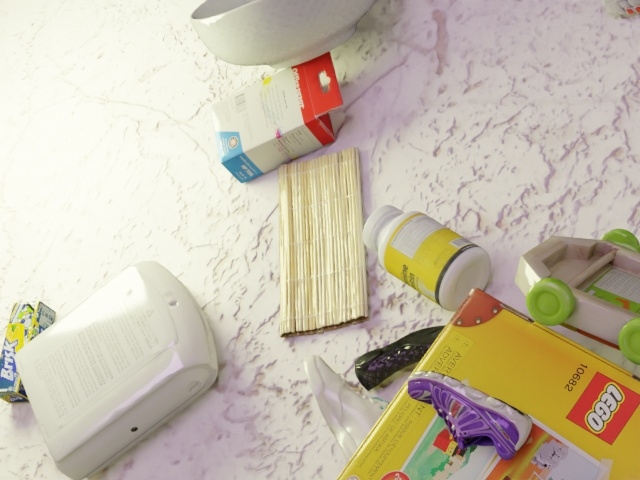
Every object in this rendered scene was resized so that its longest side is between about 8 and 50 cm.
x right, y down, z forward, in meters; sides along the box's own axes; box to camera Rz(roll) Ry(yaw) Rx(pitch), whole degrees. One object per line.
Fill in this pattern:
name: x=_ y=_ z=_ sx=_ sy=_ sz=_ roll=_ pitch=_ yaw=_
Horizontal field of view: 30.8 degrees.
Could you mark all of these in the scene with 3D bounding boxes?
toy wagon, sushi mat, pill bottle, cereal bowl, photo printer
toy wagon: x=0.417 y=0.083 z=1.432 sx=0.344 sy=0.267 sz=0.068 roll=24 pitch=117 yaw=26
sushi mat: x=0.000 y=0.000 z=1.840 sx=0.151 sy=0.019 sz=0.317 roll=-14 pitch=58 yaw=20
pill bottle: x=0.150 y=0.020 z=1.694 sx=0.184 sy=0.103 sz=0.103 roll=34 pitch=82 yaw=38
cereal bowl: x=-0.041 y=-0.386 z=1.957 sx=0.339 sy=0.141 sz=0.339 roll=-21 pitch=21 yaw=9
photo printer: x=-0.317 y=0.193 z=1.847 sx=0.307 sy=0.107 sz=0.256 roll=-38 pitch=53 yaw=4

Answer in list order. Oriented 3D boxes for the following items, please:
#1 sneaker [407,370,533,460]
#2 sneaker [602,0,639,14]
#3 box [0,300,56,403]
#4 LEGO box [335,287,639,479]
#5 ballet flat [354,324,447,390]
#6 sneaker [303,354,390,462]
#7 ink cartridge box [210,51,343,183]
sneaker: x=0.162 y=0.203 z=1.355 sx=0.170 sy=0.068 sz=0.071 roll=22 pitch=80 yaw=42
sneaker: x=0.505 y=-0.398 z=1.777 sx=0.158 sy=0.061 sz=0.065 roll=-23 pitch=28 yaw=14
box: x=-0.505 y=0.190 z=1.985 sx=0.059 sy=0.054 sz=0.169 roll=-6 pitch=61 yaw=25
LEGO box: x=0.213 y=0.360 z=1.391 sx=0.372 sy=0.193 sz=0.500 roll=30 pitch=81 yaw=44
ballet flat: x=0.131 y=0.165 z=1.670 sx=0.173 sy=0.049 sz=0.057 roll=-22 pitch=21 yaw=13
sneaker: x=0.051 y=0.241 z=1.653 sx=0.094 sy=0.080 sz=0.212 roll=-29 pitch=60 yaw=-3
ink cartridge box: x=-0.061 y=-0.207 z=1.950 sx=0.231 sy=0.078 sz=0.134 roll=-23 pitch=54 yaw=16
